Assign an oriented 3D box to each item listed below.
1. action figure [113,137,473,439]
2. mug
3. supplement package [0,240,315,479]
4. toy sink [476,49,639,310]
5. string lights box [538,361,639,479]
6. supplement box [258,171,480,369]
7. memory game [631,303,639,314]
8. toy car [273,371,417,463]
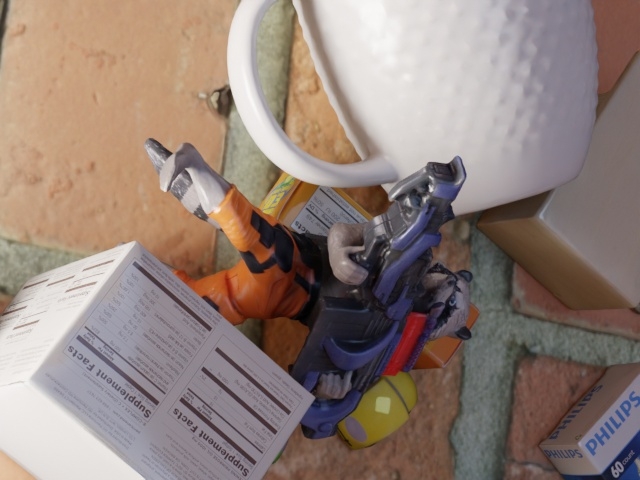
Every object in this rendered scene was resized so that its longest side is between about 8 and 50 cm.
[{"bbox_3d":[0.000,0.000,1.463,0.330,0.341,0.178,21,37,-17],"label":"action figure"},{"bbox_3d":[0.085,-0.183,1.561,0.374,0.276,0.328,-19,96,-25],"label":"mug"},{"bbox_3d":[-0.169,0.133,1.383,0.204,0.262,0.145,43,66,-16],"label":"supplement package"},{"bbox_3d":[0.301,-0.063,1.735,0.153,0.131,0.234,39,72,-18],"label":"toy sink"},{"bbox_3d":[0.364,0.269,1.749,0.133,0.077,0.260,-44,103,-24],"label":"string lights box"},{"bbox_3d":[0.043,0.028,1.616,0.233,0.078,0.080,43,70,-15],"label":"supplement box"},{"bbox_3d":[0.410,0.024,1.846,0.186,0.012,0.186,4,81,-27],"label":"memory game"},{"bbox_3d":[-0.016,0.200,1.573,0.225,0.053,0.239,24,72,-23],"label":"toy car"}]
